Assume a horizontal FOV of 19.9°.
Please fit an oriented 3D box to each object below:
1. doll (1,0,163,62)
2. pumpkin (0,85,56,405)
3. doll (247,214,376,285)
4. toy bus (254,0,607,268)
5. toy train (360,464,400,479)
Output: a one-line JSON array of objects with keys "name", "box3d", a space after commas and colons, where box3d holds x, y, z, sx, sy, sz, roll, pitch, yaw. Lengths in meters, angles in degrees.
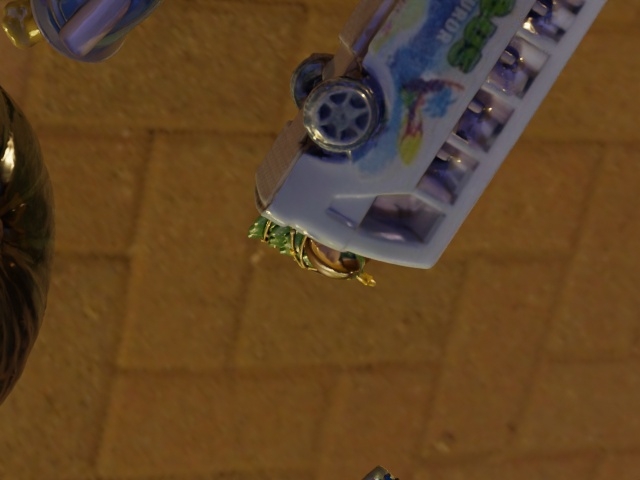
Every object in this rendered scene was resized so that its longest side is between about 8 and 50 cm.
[{"name": "doll", "box3d": [-0.135, -0.200, 1.313, 0.135, 0.241, 0.099, -22, 86, -44]}, {"name": "pumpkin", "box3d": [-0.306, 0.000, 1.221, 0.207, 0.300, 0.300, -2, 124, 16]}, {"name": "doll", "box3d": [-0.010, 0.004, 1.476, 0.077, 0.078, 0.113, -31, 92, 18]}, {"name": "toy bus", "box3d": [0.087, -0.135, 1.163, 0.136, 0.109, 0.329, 30, 100, -15]}, {"name": "toy train", "box3d": [0.075, 0.238, 1.290, 0.072, 0.188, 0.099, -37, 122, -11]}]
